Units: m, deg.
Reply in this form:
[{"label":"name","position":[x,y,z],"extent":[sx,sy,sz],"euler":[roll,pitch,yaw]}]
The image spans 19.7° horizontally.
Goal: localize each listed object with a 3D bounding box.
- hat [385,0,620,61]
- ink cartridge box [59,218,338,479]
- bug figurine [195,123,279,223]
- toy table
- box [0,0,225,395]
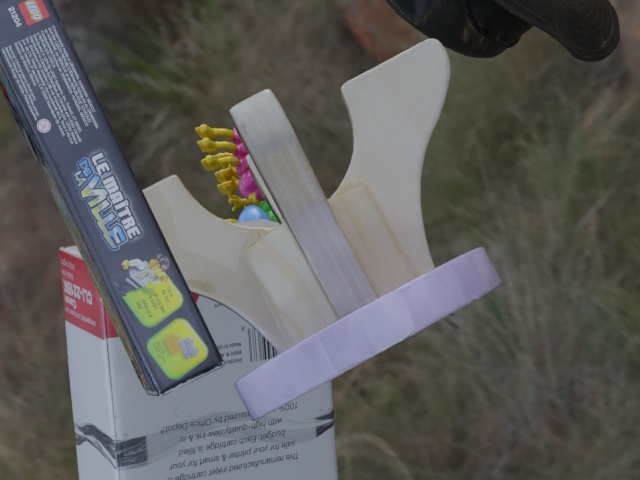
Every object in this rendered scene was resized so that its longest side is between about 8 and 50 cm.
[{"label":"hat","position":[0.120,-0.264,1.684],"extent":[0.134,0.331,0.331],"euler":[-39,40,27]},{"label":"ink cartridge box","position":[-0.099,0.132,1.533],"extent":[0.114,0.197,0.272],"euler":[13,109,63]},{"label":"bug figurine","position":[-0.050,-0.004,1.801],"extent":[0.072,0.279,0.216],"euler":[-16,69,6]},{"label":"toy table","position":[0.000,0.000,1.136],"extent":[0.252,0.161,0.274],"euler":[-28,-5,-14]},{"label":"box","position":[-0.113,-0.022,0.930],"extent":[0.036,0.207,0.114],"euler":[-25,-1,-10]}]
